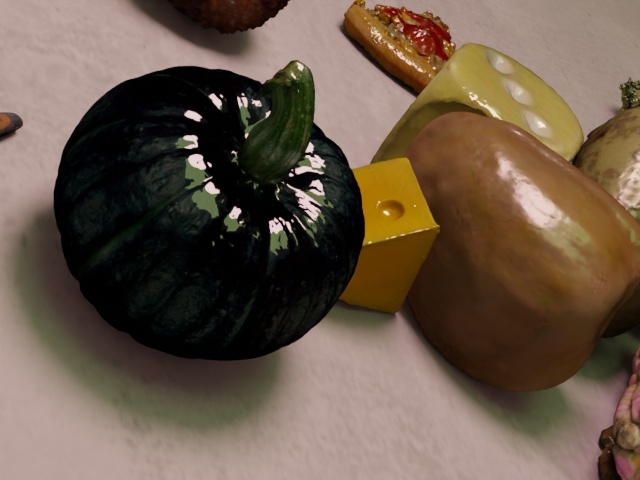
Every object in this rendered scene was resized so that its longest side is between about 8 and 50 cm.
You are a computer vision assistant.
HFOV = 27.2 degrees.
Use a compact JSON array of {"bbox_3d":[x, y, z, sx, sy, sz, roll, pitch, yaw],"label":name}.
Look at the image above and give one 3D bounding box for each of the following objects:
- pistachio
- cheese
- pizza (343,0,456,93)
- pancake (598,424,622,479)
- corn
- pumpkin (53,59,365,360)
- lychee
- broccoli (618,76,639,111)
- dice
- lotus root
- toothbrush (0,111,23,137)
[{"bbox_3d":[0.166,0.008,1.239,0.260,0.213,0.163,43,-7,16],"label":"pistachio"},{"bbox_3d":[0.000,0.000,1.186,0.171,0.126,0.093,-5,53,-26],"label":"cheese"},{"bbox_3d":[0.128,-0.257,1.689,0.188,0.062,0.199,39,29,-1],"label":"pizza"},{"bbox_3d":[0.343,0.247,1.265,0.199,0.021,0.199,26,31,-17],"label":"pancake"},{"bbox_3d":[0.351,0.151,1.282,0.126,0.127,0.335,39,23,3],"label":"corn"},{"bbox_3d":[-0.071,-0.039,1.007,0.248,0.248,0.248,26,32,-18],"label":"pumpkin"},{"bbox_3d":[-0.098,-0.322,1.422,0.188,0.188,0.188,26,32,-18],"label":"lychee"},{"bbox_3d":[0.481,-0.186,1.943,0.095,0.097,0.092,7,24,9],"label":"broccoli"},{"bbox_3d":[0.163,-0.092,1.391,0.166,0.169,0.169,39,30,2],"label":"dice"},{"bbox_3d":[0.310,-0.008,1.380,0.173,0.173,0.309,34,66,-5],"label":"lotus root"},{"bbox_3d":[-0.327,-0.062,0.986,0.023,0.031,0.321,51,28,5],"label":"toothbrush"}]
